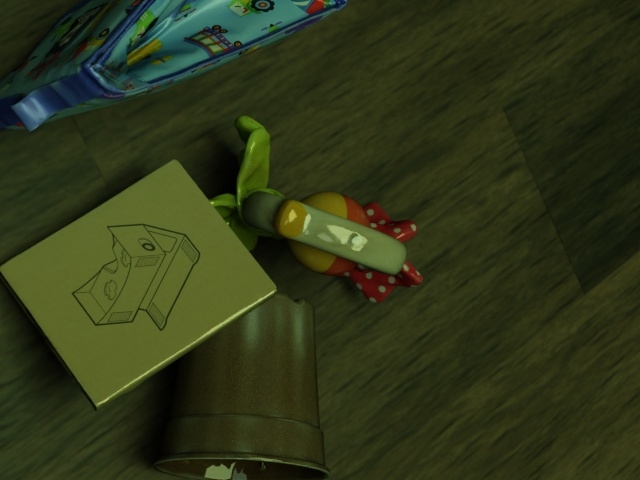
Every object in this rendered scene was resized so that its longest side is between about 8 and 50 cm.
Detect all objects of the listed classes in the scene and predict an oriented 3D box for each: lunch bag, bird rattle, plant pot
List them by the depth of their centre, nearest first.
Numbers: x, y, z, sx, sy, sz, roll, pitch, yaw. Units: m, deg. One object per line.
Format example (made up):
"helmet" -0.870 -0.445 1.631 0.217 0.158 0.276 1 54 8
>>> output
"lunch bag" -0.162 -0.179 1.528 0.293 0.221 0.138 -41 110 -31
"plant pot" -0.070 0.139 1.618 0.167 0.167 0.165 14 71 -35
"bird rattle" 0.000 0.000 1.658 0.254 0.207 0.143 30 88 -21

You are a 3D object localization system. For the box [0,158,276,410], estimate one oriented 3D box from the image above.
"box" -0.168 0.037 1.557 0.201 0.021 0.164 -33 75 -19
